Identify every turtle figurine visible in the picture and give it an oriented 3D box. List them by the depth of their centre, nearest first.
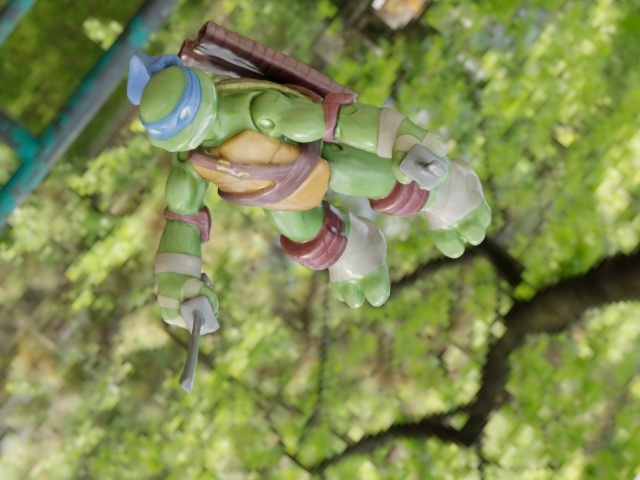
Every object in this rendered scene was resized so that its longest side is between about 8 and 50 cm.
[{"bbox_3d":[0.000,0.000,1.079,0.266,0.275,0.198,19,103,-52],"label":"turtle figurine"}]
